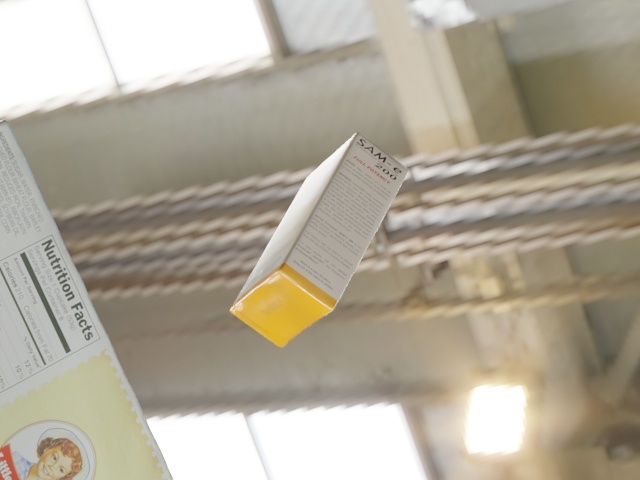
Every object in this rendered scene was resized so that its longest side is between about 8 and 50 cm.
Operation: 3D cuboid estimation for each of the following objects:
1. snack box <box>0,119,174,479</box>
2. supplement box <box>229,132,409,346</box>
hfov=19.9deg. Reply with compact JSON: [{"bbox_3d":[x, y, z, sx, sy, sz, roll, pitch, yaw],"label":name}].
[{"bbox_3d":[-0.155,0.131,0.786,0.187,0.322,0.060,-28,-169,-24],"label":"snack box"},{"bbox_3d":[0.000,0.000,0.935,0.062,0.036,0.098,-39,-162,56],"label":"supplement box"}]
